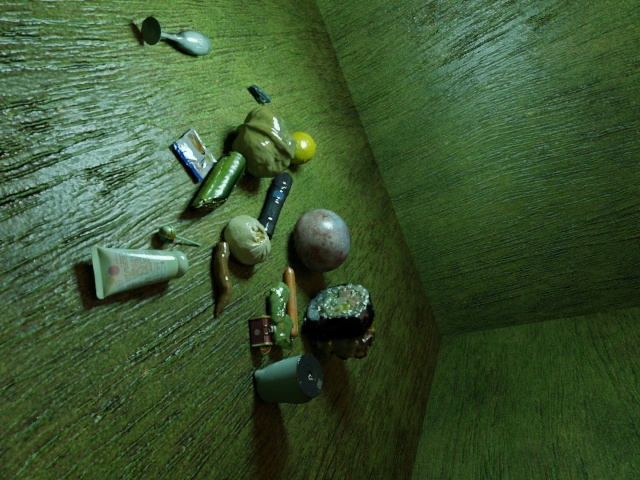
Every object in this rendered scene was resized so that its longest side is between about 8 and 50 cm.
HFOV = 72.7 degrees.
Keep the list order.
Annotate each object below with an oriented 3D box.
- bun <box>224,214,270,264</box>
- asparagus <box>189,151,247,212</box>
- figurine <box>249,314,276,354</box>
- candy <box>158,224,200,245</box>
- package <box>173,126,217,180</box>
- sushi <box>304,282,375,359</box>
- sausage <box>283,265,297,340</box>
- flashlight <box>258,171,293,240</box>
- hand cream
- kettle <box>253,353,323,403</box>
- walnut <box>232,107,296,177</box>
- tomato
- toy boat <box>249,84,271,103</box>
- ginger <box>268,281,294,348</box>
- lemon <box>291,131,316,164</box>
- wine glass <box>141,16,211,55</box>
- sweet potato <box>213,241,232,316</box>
[{"bbox_3d":[-0.281,-0.007,1.767,0.222,0.127,0.222,20,61,-39],"label":"bun"},{"bbox_3d":[-0.399,-0.211,1.709,0.382,0.108,0.128,-73,163,-44],"label":"asparagus"},{"bbox_3d":[-0.220,0.375,1.734,0.082,0.098,0.154,26,50,-59],"label":"figurine"},{"bbox_3d":[-0.484,-0.005,1.514,0.202,0.061,0.061,33,47,-63],"label":"candy"},{"bbox_3d":[-0.486,-0.338,1.699,0.171,0.027,0.173,58,27,-27],"label":"package"},{"bbox_3d":[0.113,0.399,2.131,0.329,0.327,0.285,-89,164,-62],"label":"sushi"},{"bbox_3d":[-0.136,0.283,1.984,0.053,0.053,0.348,28,52,-54],"label":"sausage"},{"bbox_3d":[-0.217,-0.160,2.028,0.103,0.103,0.424,52,35,-35],"label":"flashlight"},{"bbox_3d":[-0.537,0.083,1.312,0.306,0.093,0.147,-3,83,-60],"label":"hand cream"},{"bbox_3d":[-0.113,0.557,1.675,0.221,0.236,0.161,50,33,-27],"label":"kettle"},{"bbox_3d":[-0.249,-0.426,1.938,0.253,0.282,0.277,43,-2,41],"label":"walnut"},{"bbox_3d":[0.000,0.000,2.165,0.316,0.282,0.317,-12,90,-75],"label":"tomato"},{"bbox_3d":[-0.312,-0.746,2.211,0.141,0.055,0.060,31,72,-52],"label":"toy boat"},{"bbox_3d":[-0.169,0.321,1.874,0.137,0.089,0.290,4,66,-42],"label":"ginger"},{"bbox_3d":[-0.117,-0.489,2.313,0.206,0.173,0.174,-38,111,-37],"label":"lemon"},{"bbox_3d":[-0.514,-0.738,1.731,0.264,0.096,0.309,54,27,4],"label":"wine glass"},{"bbox_3d":[-0.365,0.143,1.631,0.067,0.059,0.281,11,64,-50],"label":"sweet potato"}]
